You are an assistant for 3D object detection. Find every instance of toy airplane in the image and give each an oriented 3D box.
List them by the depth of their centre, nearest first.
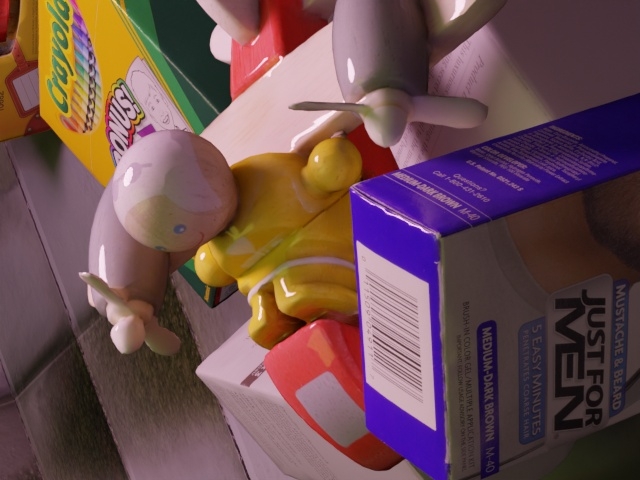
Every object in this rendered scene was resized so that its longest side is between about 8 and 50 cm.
[{"bbox_3d":[-0.039,-0.065,1.337,0.384,0.272,0.386,27,114,43],"label":"toy airplane"}]

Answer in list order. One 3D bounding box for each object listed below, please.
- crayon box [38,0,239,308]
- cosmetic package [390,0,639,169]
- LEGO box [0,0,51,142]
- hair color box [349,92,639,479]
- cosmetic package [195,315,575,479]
[{"bbox_3d":[-0.164,-0.142,1.912,0.313,0.106,0.363,46,155,17],"label":"crayon box"},{"bbox_3d":[0.111,-0.190,1.465,0.453,0.161,0.230,60,153,25],"label":"cosmetic package"},{"bbox_3d":[-0.515,-0.433,2.555,0.372,0.193,0.500,53,149,36],"label":"LEGO box"},{"bbox_3d":[0.191,0.016,1.222,0.110,0.339,0.185,31,133,50],"label":"hair color box"},{"bbox_3d":[0.072,0.119,1.644,0.156,0.217,0.385,50,160,-18],"label":"cosmetic package"}]
